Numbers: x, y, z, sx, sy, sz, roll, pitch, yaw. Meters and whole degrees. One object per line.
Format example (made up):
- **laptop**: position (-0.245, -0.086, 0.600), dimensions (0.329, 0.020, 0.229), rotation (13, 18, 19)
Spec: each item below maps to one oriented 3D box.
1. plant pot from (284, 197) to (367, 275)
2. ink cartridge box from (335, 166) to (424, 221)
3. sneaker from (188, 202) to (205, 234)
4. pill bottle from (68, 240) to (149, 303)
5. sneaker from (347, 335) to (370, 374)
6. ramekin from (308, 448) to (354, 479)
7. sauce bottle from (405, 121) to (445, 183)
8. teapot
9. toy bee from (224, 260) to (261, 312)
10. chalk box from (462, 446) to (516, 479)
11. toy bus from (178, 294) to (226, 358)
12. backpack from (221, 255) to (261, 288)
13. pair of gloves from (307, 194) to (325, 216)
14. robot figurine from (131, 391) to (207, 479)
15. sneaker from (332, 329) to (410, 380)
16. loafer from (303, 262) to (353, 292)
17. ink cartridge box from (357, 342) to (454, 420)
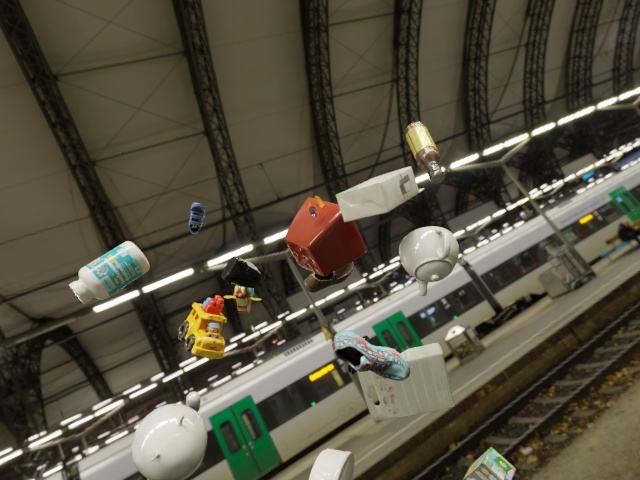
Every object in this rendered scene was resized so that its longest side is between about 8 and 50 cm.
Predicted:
- **plant pot**: position (0.000, 0.000, 1.811), dimensions (0.236, 0.268, 0.267), rotation (-44, -52, -22)
- **ink cartridge box**: position (0.248, -0.194, 1.610), dimensions (0.207, 0.119, 0.354), rotation (-12, 12, 40)
- **sneaker**: position (-0.466, -0.081, 1.524), dimensions (0.053, 0.059, 0.144), rotation (11, -44, -7)
- **pill bottle**: position (-0.811, 0.128, 1.559), dimensions (0.264, 0.146, 0.146), rotation (-41, -10, -31)
- **sneaker**: position (0.176, 0.518, 1.834), dimensions (0.170, 0.051, 0.089), rotation (-46, -57, -19)
- **ramekin**: position (0.042, 1.029, 1.732), dimensions (0.127, 0.272, 0.273), rotation (10, -3, 23)
- **sauce bottle**: position (0.490, -0.407, 1.891), dimensions (0.112, 0.344, 0.111), rotation (-7, -34, -5)
- **teapot**: position (0.439, 0.076, 1.605), dimensions (0.253, 0.186, 0.256), rotation (-29, -47, 27)
- **toy bee**: position (-0.441, 0.291, 2.214), dimensions (0.196, 0.298, 0.162), rotation (-15, 22, 14)
- **chalk box**: position (0.760, 1.028, 1.795), dimensions (0.132, 0.132, 0.212), rotation (-14, -41, -50)
- **toy bus**: position (-0.433, 0.325, 1.578), dimensions (0.150, 0.220, 0.211), rotation (24, -87, -35)
- **backpack**: position (-0.383, 0.160, 2.013), dimensions (0.182, 0.115, 0.151), rotation (29, -76, -37)
- **pair of gloves**: position (-0.021, -0.143, 1.680), dimensions (0.010, 0.074, 0.083), rotation (0, -41, -48)
- **robot figurine**: position (-0.440, 0.604, 1.201), dimensions (0.353, 0.200, 0.299), rotation (115, 174, -55)
- **sneaker**: position (0.154, 0.391, 1.290), dimensions (0.125, 0.262, 0.103), rotation (-36, -35, -68)
- **loafer**: position (0.073, 0.193, 2.400), dimensions (0.366, 0.133, 0.130), rotation (-28, -18, -36)
- **ink cartridge box**: position (0.389, 0.654, 1.853), dimensions (0.386, 0.307, 0.091), rotation (-14, 20, 8)
